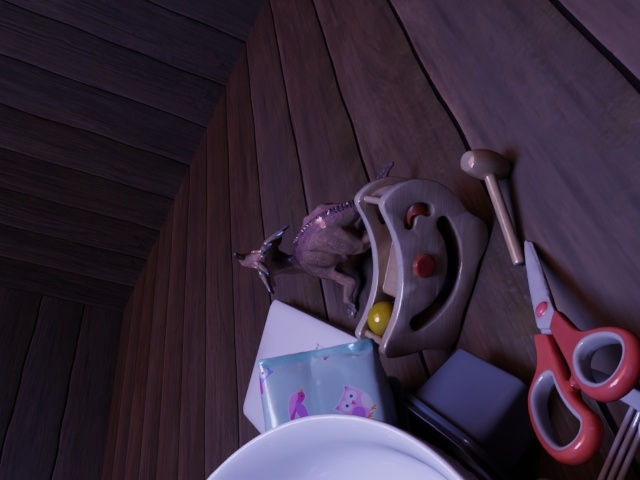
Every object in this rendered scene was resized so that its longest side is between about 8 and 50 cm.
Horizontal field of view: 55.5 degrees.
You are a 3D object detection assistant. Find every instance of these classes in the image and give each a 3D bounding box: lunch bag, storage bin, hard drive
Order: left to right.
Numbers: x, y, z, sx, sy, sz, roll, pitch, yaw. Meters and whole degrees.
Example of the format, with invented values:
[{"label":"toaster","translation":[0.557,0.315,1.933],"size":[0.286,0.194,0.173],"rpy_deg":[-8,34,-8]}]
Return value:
[{"label":"hard drive","translation":[-0.034,0.244,1.038],"size":[0.353,0.047,0.233],"rpy_deg":[10,85,65]},{"label":"lunch bag","translation":[0.033,0.259,0.706],"size":[0.262,0.160,0.224],"rpy_deg":[69,-170,-62]},{"label":"storage bin","translation":[0.162,0.177,0.619],"size":[0.091,0.098,0.135],"rpy_deg":[-47,22,-8]}]

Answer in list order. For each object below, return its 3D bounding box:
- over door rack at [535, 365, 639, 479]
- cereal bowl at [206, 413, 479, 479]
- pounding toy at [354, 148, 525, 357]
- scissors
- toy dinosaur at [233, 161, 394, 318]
[{"label":"over door rack","translation":[0.235,0.246,0.382],"size":[0.324,0.108,0.240],"rpy_deg":[33,106,65]},{"label":"cereal bowl","translation":[0.024,0.310,0.436],"size":[0.338,0.141,0.339],"rpy_deg":[-22,49,27]},{"label":"pounding toy","translation":[0.127,0.010,0.708],"size":[0.155,0.154,0.270],"rpy_deg":[20,93,66]},{"label":"scissors","translation":[0.198,0.080,0.547],"size":[0.109,0.021,0.297],"rpy_deg":[-62,7,15]},{"label":"toy dinosaur","translation":[0.000,0.000,0.931],"size":[0.296,0.200,0.127],"rpy_deg":[-53,31,37]}]
